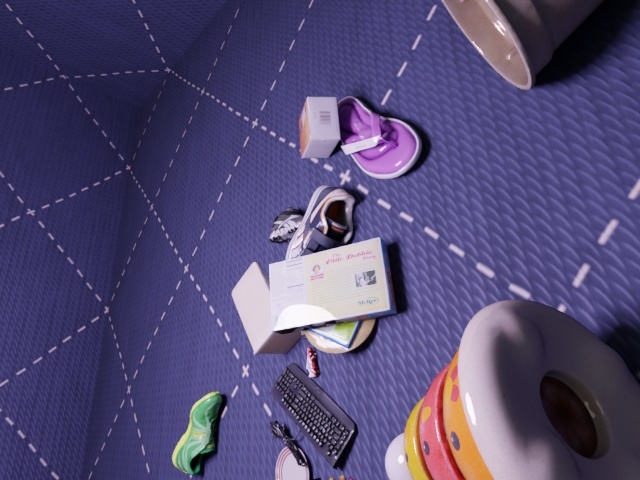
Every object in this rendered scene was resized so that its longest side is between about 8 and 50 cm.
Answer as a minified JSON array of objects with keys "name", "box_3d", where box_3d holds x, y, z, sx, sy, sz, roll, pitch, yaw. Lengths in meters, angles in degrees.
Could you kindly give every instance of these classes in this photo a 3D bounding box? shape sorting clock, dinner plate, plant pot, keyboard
[{"name":"shape sorting clock","box_3d":[0.047,0.191,1.147,0.206,0.040,0.206,-11,65,24]},{"name":"dinner plate","box_3d":[-0.072,0.625,1.179,0.141,0.017,0.141,-21,60,42]},{"name":"plant pot","box_3d":[0.426,-0.521,0.839,0.305,0.334,0.334,-39,49,18]},{"name":"keyboard","box_3d":[-0.048,0.485,1.179,0.317,0.033,0.201,28,92,51]}]

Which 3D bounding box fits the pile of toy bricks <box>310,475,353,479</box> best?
[{"name":"pile of toy bricks","box_3d":[-0.004,0.645,1.045,0.212,0.118,0.105,-29,94,27]}]

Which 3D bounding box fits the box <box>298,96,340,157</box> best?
[{"name":"box","box_3d":[-0.007,-0.336,1.332,0.170,0.091,0.130,140,126,-75]}]

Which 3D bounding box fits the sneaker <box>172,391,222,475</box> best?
[{"name":"sneaker","box_3d":[-0.390,0.648,1.488,0.123,0.109,0.295,25,95,28]}]

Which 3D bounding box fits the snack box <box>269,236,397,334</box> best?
[{"name":"snack box","box_3d":[0.022,0.120,1.128,0.322,0.060,0.187,-14,65,21]}]

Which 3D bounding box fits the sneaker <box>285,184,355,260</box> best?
[{"name":"sneaker","box_3d":[0.000,0.000,1.245,0.127,0.126,0.321,19,91,53]}]

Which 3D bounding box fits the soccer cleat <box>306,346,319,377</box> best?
[{"name":"soccer cleat","box_3d":[-0.027,0.338,1.226,0.036,0.029,0.083,-35,56,30]}]

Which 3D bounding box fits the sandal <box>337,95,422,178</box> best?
[{"name":"sandal","box_3d":[0.117,-0.297,1.237,0.169,0.102,0.416,-59,39,15]}]

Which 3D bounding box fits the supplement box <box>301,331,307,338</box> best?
[{"name":"supplement box","box_3d":[-0.008,0.225,1.223,0.083,0.056,0.083,-28,57,39]}]

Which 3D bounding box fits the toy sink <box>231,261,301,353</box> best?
[{"name":"toy sink","box_3d":[-0.148,0.202,1.336,0.153,0.131,0.234,-52,48,22]}]

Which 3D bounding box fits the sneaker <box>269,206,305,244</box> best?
[{"name":"sneaker","box_3d":[-0.083,-0.063,1.401,0.234,0.078,0.106,-18,65,47]}]

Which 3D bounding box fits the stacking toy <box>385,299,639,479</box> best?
[{"name":"stacking toy","box_3d":[0.255,0.351,0.738,0.480,0.351,0.350,-54,40,44]}]
